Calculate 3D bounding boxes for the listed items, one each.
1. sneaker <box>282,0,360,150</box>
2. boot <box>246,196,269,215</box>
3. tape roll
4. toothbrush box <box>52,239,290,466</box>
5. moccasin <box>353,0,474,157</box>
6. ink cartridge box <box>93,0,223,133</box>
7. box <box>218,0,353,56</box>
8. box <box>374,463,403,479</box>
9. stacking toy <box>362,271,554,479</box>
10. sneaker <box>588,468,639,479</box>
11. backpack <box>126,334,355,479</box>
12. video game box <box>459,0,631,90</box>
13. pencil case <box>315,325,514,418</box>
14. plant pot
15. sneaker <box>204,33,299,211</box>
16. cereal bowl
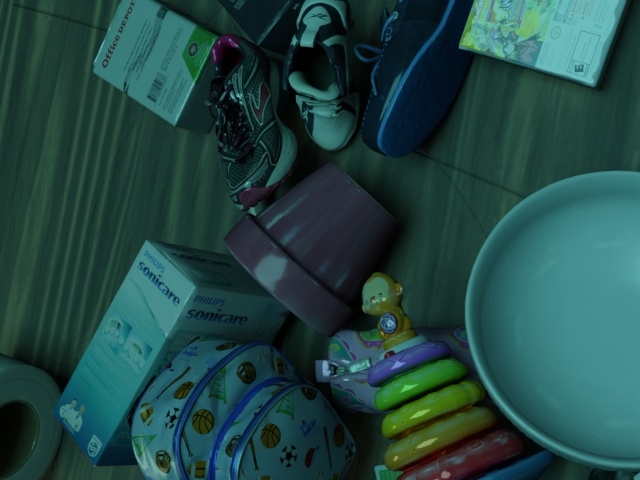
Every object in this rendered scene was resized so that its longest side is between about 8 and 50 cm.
[{"bbox_3d":[-0.003,-0.197,1.454,0.094,0.153,0.235,12,129,9],"label":"sneaker"},{"bbox_3d":[-0.070,-0.017,1.598,0.087,0.042,0.118,21,97,26],"label":"boot"},{"bbox_3d":[-0.560,0.297,1.754,0.169,0.246,0.246,15,93,32],"label":"tape roll"},{"bbox_3d":[-0.204,0.163,1.527,0.126,0.216,0.295,38,104,35],"label":"toothbrush box"},{"bbox_3d":[0.137,-0.273,1.454,0.117,0.137,0.342,24,84,36],"label":"moccasin"},{"bbox_3d":[-0.238,-0.282,1.699,0.208,0.087,0.153,35,104,29],"label":"ink cartridge box"},{"bbox_3d":[-0.063,-0.343,1.553,0.093,0.156,0.158,-49,63,20],"label":"box"},{"bbox_3d":[0.134,0.331,1.394,0.087,0.102,0.101,-15,76,29],"label":"box"},{"bbox_3d":[0.120,0.174,1.270,0.175,0.165,0.302,-34,72,39],"label":"stacking toy"},{"bbox_3d":[0.381,0.351,1.254,0.106,0.078,0.234,-32,66,29],"label":"sneaker"},{"bbox_3d":[-0.104,0.259,1.385,0.213,0.263,0.276,-8,37,44],"label":"backpack"},{"bbox_3d":[0.296,-0.313,1.373,0.187,0.048,0.205,21,97,20],"label":"video game box"},{"bbox_3d":[0.139,0.169,1.397,0.284,0.124,0.124,-2,84,31],"label":"pencil case"},{"bbox_3d":[0.000,0.000,1.472,0.180,0.201,0.201,-48,62,2],"label":"plant pot"},{"bbox_3d":[-0.111,-0.165,1.529,0.121,0.112,0.299,-33,43,25],"label":"sneaker"},{"bbox_3d":[0.336,0.097,1.236,0.339,0.141,0.339,-3,73,9],"label":"cereal bowl"}]
